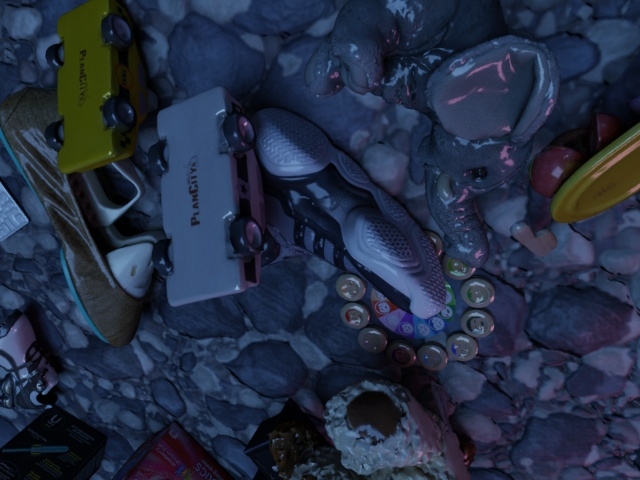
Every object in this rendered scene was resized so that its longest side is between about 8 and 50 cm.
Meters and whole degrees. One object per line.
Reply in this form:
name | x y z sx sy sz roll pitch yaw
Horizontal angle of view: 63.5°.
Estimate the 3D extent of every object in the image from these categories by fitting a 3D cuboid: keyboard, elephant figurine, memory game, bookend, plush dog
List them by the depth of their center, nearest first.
elephant figurine | 0.122 -0.120 0.431 0.239 0.169 0.186 39 158 -6
memory game | 0.105 0.072 0.592 0.186 0.012 0.186 8 116 17
plush dog | 0.057 0.295 0.600 0.225 0.210 0.263 -26 77 23
keyboard | -0.513 -0.120 0.734 0.072 0.014 0.256 -25 103 28
bookend | -0.060 0.330 0.737 0.156 0.072 0.157 -34 98 30

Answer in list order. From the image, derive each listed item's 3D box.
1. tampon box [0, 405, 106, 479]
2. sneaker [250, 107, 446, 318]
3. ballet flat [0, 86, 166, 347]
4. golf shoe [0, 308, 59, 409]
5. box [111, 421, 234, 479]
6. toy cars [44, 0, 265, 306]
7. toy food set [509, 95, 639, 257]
tampon box | -0.466 0.385 0.862 0.120 0.161 0.102 29 120 7
sneaker | 0.000 0.000 0.548 0.268 0.101 0.153 46 122 6
ballet flat | -0.270 -0.027 0.646 0.124 0.116 0.343 -16 104 6
golf shoe | -0.466 0.195 0.836 0.093 0.077 0.198 13 123 -2
box | -0.206 0.433 0.807 0.257 0.128 0.122 47 120 -5
toy cars | -0.162 -0.098 0.526 0.393 0.087 0.177 42 102 26
toy food set | 0.235 -0.082 0.423 0.218 0.128 0.071 -42 59 28
